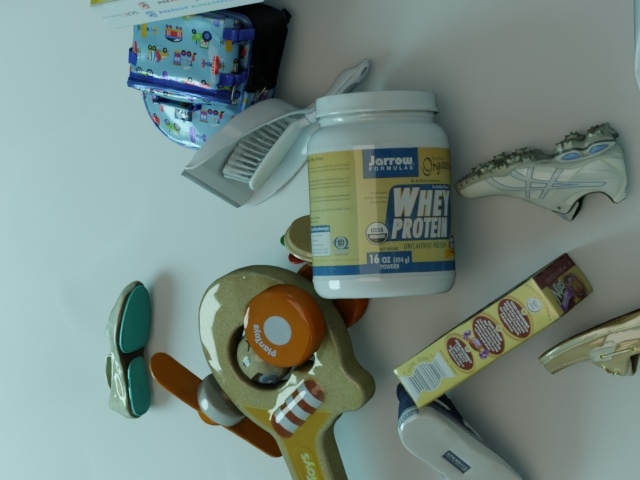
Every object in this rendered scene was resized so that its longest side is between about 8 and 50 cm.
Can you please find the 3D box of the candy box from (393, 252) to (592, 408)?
[{"bbox_3d":[0.173,0.091,1.680,0.186,0.109,0.053,-38,84,29],"label":"candy box"}]

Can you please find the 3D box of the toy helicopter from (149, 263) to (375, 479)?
[{"bbox_3d":[-0.038,0.199,1.802,0.235,0.140,0.355,-15,99,30],"label":"toy helicopter"}]

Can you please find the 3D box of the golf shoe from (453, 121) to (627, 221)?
[{"bbox_3d":[0.217,-0.052,1.648,0.176,0.069,0.086,-14,102,30],"label":"golf shoe"}]

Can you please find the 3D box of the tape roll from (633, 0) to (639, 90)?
[{"bbox_3d":[0.405,-0.185,1.412,0.286,0.100,0.286,5,140,4],"label":"tape roll"}]

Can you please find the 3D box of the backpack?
[{"bbox_3d":[-0.125,-0.170,1.761,0.158,0.117,0.173,19,113,22],"label":"backpack"}]

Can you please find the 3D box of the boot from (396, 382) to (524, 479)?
[{"bbox_3d":[0.152,0.219,1.753,0.069,0.086,0.190,-37,113,17],"label":"boot"}]

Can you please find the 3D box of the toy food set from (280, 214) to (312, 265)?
[{"bbox_3d":[0.000,0.000,1.763,0.083,0.082,0.020,13,131,17],"label":"toy food set"}]

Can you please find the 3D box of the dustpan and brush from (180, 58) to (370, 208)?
[{"bbox_3d":[-0.032,-0.117,1.738,0.060,0.147,0.211,40,94,28],"label":"dustpan and brush"}]

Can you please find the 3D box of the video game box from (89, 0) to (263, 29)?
[{"bbox_3d":[-0.124,-0.315,1.691,0.187,0.205,0.048,-4,146,26],"label":"video game box"}]

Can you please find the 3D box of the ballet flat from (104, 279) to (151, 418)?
[{"bbox_3d":[-0.228,0.125,1.923,0.052,0.057,0.168,12,108,34],"label":"ballet flat"}]

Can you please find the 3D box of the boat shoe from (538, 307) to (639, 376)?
[{"bbox_3d":[0.297,0.106,1.648,0.170,0.063,0.059,-25,85,29],"label":"boat shoe"}]

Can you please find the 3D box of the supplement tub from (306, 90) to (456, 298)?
[{"bbox_3d":[0.060,-0.044,1.672,0.144,0.144,0.200,-3,90,27],"label":"supplement tub"}]
